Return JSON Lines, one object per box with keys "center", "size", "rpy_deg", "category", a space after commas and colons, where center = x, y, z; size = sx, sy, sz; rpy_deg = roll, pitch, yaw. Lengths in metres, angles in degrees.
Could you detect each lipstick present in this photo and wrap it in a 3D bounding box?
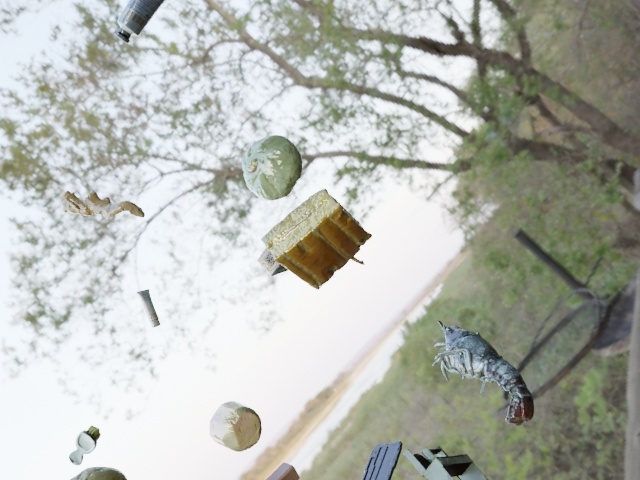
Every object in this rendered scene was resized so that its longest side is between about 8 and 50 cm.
{"center": [-0.114, 0.573, 1.621], "size": [0.045, 0.045, 0.145], "rpy_deg": [-3, 29, 49], "category": "lipstick"}

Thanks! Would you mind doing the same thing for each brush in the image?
{"center": [-0.743, 0.644, 2.259], "size": [0.060, 0.068, 0.297], "rpy_deg": [-51, 2, -42], "category": "brush"}

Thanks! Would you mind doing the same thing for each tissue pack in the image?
{"center": [-0.105, 0.017, 2.194], "size": [0.169, 0.082, 0.120], "rpy_deg": [-53, -14, 22], "category": "tissue pack"}

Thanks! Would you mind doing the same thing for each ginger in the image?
{"center": [-0.678, -0.110, 2.205], "size": [0.075, 0.288, 0.089], "rpy_deg": [69, -150, -61], "category": "ginger"}

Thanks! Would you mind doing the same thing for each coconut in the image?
{"center": [-0.218, 0.468, 1.807], "size": [0.116, 0.116, 0.122], "rpy_deg": [-42, 21, -30], "category": "coconut"}

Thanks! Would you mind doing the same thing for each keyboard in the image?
{"center": [0.157, 0.663, 1.987], "size": [0.106, 0.016, 0.262], "rpy_deg": [-18, 22, 32], "category": "keyboard"}

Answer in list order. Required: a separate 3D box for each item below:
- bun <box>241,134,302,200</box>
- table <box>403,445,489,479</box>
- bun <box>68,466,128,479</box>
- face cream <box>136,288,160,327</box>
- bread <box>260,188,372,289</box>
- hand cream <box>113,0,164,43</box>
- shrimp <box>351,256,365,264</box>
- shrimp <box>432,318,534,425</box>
{"center": [-0.148, -0.213, 2.068], "size": [0.118, 0.195, 0.195], "rpy_deg": [3, -47, -52], "category": "bun"}
{"center": [0.305, 0.545, 1.692], "size": [0.146, 0.175, 0.062], "rpy_deg": [15, -66, -49], "category": "table"}
{"center": [-0.629, 0.747, 1.975], "size": [0.237, 0.210, 0.116], "rpy_deg": [-45, 25, -15], "category": "bun"}
{"center": [-0.480, 0.189, 1.999], "size": [0.038, 0.115, 0.020], "rpy_deg": [-14, -19, -35], "category": "face cream"}
{"center": [0.000, 0.000, 1.995], "size": [0.239, 0.111, 0.246], "rpy_deg": [-40, -38, 5], "category": "bread"}
{"center": [-0.372, -0.553, 1.591], "size": [0.256, 0.088, 0.055], "rpy_deg": [-54, 21, 4], "category": "hand cream"}
{"center": [0.092, 0.046, 2.125], "size": [0.023, 0.083, 0.114], "rpy_deg": [-56, 33, 4], "category": "shrimp"}
{"center": [0.429, 0.346, 1.924], "size": [0.410, 0.221, 0.166], "rpy_deg": [25, 94, 57], "category": "shrimp"}
